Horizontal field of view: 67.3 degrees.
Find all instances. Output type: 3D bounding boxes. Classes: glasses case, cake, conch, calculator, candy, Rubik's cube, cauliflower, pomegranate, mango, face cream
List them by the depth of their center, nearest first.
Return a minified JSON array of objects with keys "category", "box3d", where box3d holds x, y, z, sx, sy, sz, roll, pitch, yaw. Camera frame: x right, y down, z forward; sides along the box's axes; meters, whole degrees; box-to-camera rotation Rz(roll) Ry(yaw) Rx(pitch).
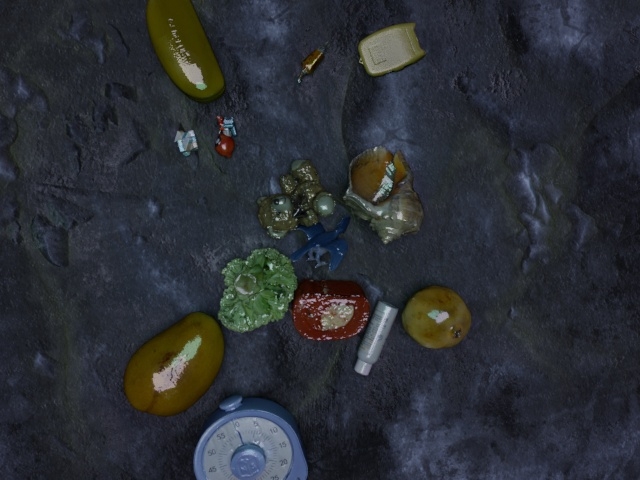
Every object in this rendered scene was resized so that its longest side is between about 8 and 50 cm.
[{"category":"glasses case","box3d":[-0.449,-0.631,1.565,0.173,0.141,0.370,-23,95,-3]},{"category":"cauliflower","box3d":[-0.212,0.152,1.577,0.273,0.250,0.274,-9,73,0]},{"category":"mango","box3d":[-0.472,0.410,1.594,0.264,0.221,0.378,40,81,-3]},{"category":"Rubik's cube","box3d":[-0.453,-0.330,1.615,0.073,0.084,0.075,-16,79,-8]},{"category":"conch","box3d":[0.198,-0.147,1.632,0.297,0.210,0.352,20,47,-21]},{"category":"candy","box3d":[-0.030,-0.614,1.649,0.046,0.053,0.182,38,90,6]},{"category":"cake","box3d":[0.029,0.240,1.664,0.283,0.151,0.176,2,107,-6]},{"category":"pomegranate","box3d":[0.402,0.262,1.664,0.234,0.233,0.232,0,94,-5]},{"category":"calculator","box3d":[0.245,-0.667,1.680,0.237,0.033,0.157,-23,96,-2]},{"category":"face cream","box3d":[0.193,0.351,1.716,0.082,0.082,0.268,22,92,-6]}]

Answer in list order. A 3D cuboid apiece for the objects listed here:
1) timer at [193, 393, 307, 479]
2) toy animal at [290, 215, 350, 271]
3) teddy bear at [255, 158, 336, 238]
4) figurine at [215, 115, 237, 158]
[{"category":"timer","box3d":[-0.252,0.721,1.654,0.396,0.173,0.394,0,94,-4]},{"category":"toy animal","box3d":[0.000,0.000,1.646,0.239,0.256,0.176,31,120,31]},{"category":"teddy bear","box3d":[-0.095,-0.122,1.624,0.256,0.156,0.267,-24,56,-4]},{"category":"figurine","box3d":[-0.321,-0.351,1.634,0.075,0.068,0.140,1,100,-8]}]
